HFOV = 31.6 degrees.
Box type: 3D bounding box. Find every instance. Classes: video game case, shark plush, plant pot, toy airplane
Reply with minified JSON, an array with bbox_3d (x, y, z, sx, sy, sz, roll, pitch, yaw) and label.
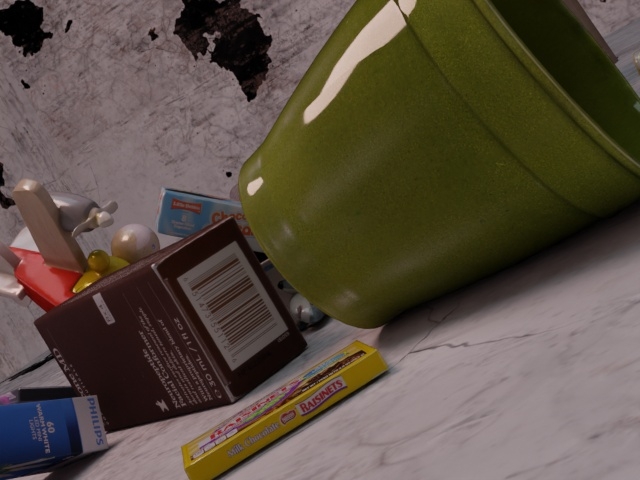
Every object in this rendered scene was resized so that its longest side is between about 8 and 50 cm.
[{"bbox_3d":[-0.426,0.256,1.755,0.196,0.026,0.274,3,-15,-36],"label":"video game case"},{"bbox_3d":[0.009,0.086,1.506,0.067,0.073,0.161,-3,0,34],"label":"shark plush"},{"bbox_3d":[0.111,-0.097,1.174,0.353,0.366,0.366,-40,1,24],"label":"plant pot"},{"bbox_3d":[-0.407,0.064,1.978,0.272,0.384,0.386,-43,8,-20],"label":"toy airplane"}]

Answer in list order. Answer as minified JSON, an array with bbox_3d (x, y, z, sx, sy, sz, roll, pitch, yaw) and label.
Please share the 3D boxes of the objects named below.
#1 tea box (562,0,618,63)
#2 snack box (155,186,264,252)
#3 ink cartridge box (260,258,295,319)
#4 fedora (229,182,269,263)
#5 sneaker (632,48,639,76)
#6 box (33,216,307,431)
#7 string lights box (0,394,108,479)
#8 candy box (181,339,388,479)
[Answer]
[{"bbox_3d":[0.197,-0.223,1.663,0.329,0.220,0.323,-35,2,-41],"label":"tea box"},{"bbox_3d":[-0.064,-0.015,1.548,0.322,0.060,0.187,11,3,-10],"label":"snack box"},{"bbox_3d":[-0.065,0.076,1.610,0.092,0.090,0.143,-30,5,2],"label":"ink cartridge box"},{"bbox_3d":[-0.081,-0.043,2.023,0.243,0.124,0.275,-38,-27,25],"label":"fedora"},{"bbox_3d":[0.601,-0.327,1.918,0.084,0.069,0.185,-13,22,41],"label":"sneaker"},{"bbox_3d":[-0.207,0.119,1.459,0.143,0.191,0.381,-34,7,-35],"label":"box"},{"bbox_3d":[-0.408,0.252,1.391,0.133,0.077,0.259,-27,-18,36],"label":"string lights box"},{"bbox_3d":[-0.037,0.160,1.067,0.206,0.027,0.105,-31,2,-8],"label":"candy box"}]
